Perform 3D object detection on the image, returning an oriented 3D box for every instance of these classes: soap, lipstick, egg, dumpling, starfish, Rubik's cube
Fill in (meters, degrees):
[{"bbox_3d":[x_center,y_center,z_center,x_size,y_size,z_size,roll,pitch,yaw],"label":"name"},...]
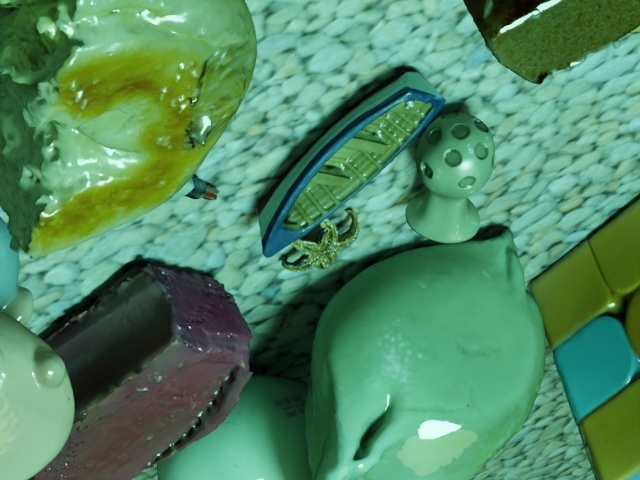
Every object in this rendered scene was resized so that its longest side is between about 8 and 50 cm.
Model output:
[{"bbox_3d":[-0.197,0.145,1.861,0.289,0.112,0.182,-36,148,22],"label":"soap"},{"bbox_3d":[-0.116,-0.047,1.676,0.025,0.025,0.107,-33,158,18],"label":"lipstick"},{"bbox_3d":[-0.054,0.231,2.047,0.264,0.183,0.183,-3,146,-50],"label":"egg"},{"bbox_3d":[0.106,0.154,1.946,0.321,0.212,0.270,-16,110,-18],"label":"dumpling"},{"bbox_3d":[0.000,0.000,1.853,0.078,0.028,0.091,-15,147,-14],"label":"starfish"},{"bbox_3d":[0.448,0.118,2.091,0.290,0.291,0.292,22,128,-39],"label":"Rubik's cube"}]

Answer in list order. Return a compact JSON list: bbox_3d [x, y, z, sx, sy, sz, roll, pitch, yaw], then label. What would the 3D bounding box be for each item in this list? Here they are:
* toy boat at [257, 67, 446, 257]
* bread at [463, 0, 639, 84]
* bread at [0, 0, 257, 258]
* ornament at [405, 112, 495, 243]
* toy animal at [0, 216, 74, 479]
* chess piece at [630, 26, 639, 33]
[{"bbox_3d":[0.015,-0.068,1.725,0.080,0.046,0.229,6,140,-47],"label":"toy boat"},{"bbox_3d":[0.282,-0.282,1.437,0.417,0.165,0.113,-29,151,10],"label":"bread"},{"bbox_3d":[-0.144,-0.133,1.340,0.192,0.171,0.314,-19,153,-16],"label":"bread"},{"bbox_3d":[0.121,-0.062,1.799,0.075,0.081,0.156,18,152,8],"label":"ornament"},{"bbox_3d":[-0.309,0.111,1.580,0.210,0.221,0.229,9,137,-42],"label":"toy animal"},{"bbox_3d":[0.248,-0.230,1.620,0.066,0.066,0.122,-29,147,7],"label":"chess piece"}]
